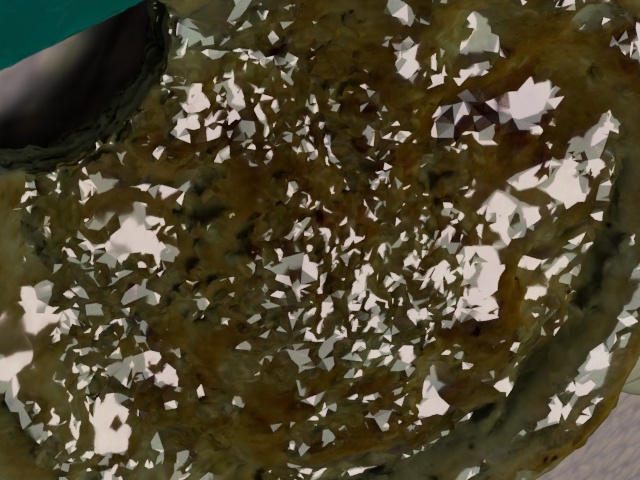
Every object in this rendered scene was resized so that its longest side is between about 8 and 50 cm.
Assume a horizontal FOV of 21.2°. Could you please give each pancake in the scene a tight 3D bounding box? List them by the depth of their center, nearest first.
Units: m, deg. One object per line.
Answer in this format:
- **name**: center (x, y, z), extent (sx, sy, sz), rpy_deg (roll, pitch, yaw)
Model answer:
- **pancake**: center (0.000, 0.000, 0.488), extent (0.254, 0.037, 0.253), rpy_deg (-8, 122, -13)

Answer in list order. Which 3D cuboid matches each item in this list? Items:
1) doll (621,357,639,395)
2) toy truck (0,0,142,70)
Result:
- **doll**: center (0.126, 0.006, 0.657), extent (0.275, 0.113, 0.155), rpy_deg (7, 124, -52)
- **toy truck**: center (-0.032, -0.132, 0.271), extent (0.253, 0.114, 0.124), rpy_deg (-48, 164, 27)
